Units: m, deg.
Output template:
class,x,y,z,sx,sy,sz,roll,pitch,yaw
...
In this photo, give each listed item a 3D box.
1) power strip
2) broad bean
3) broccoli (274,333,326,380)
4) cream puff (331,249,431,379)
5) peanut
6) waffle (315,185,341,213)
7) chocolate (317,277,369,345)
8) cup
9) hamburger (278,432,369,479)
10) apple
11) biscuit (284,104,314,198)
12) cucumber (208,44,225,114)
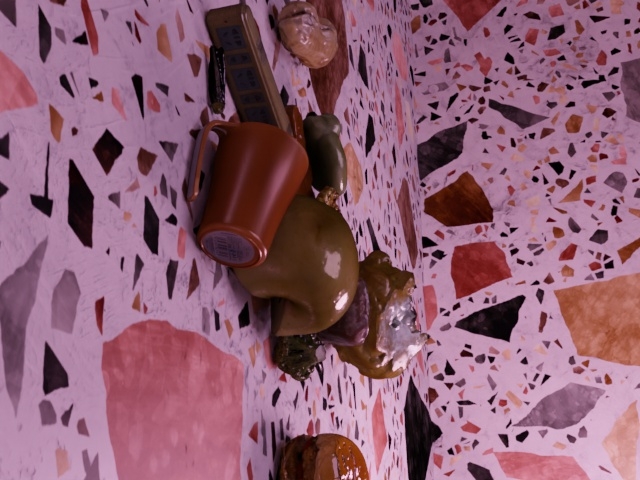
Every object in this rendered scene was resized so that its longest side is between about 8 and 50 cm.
class,x,y,z,sx,sy,sz,roll,pitch,yaw
power strip,-0.138,-0.311,1.790,0.066,0.092,0.387,-76,154,-47
broad bean,0.006,-0.220,2.183,0.169,0.100,0.228,-31,-107,66
broccoli,-0.040,0.247,1.887,0.130,0.120,0.131,3,85,-42
cream puff,0.119,0.210,2.310,0.274,0.270,0.323,-27,114,-36
peanut,-0.032,-0.520,2.167,0.290,0.130,0.130,14,72,-71
waffle,-0.002,0.000,2.131,0.254,0.052,0.245,87,21,-45
chocolate,0.008,0.162,1.951,0.080,0.254,0.157,0,88,-32
cup,-0.150,-0.097,1.595,0.226,0.182,0.264,35,49,-25
hamburger,0.009,0.535,1.874,0.244,0.163,0.244,-4,90,-72
apple,-0.034,0.045,1.771,0.295,0.233,0.258,70,26,-43
biscuit,-0.064,-0.179,2.082,0.186,0.044,0.295,-51,135,-63
cucumber,-0.203,-0.316,1.674,0.034,0.033,0.134,153,-64,-66
